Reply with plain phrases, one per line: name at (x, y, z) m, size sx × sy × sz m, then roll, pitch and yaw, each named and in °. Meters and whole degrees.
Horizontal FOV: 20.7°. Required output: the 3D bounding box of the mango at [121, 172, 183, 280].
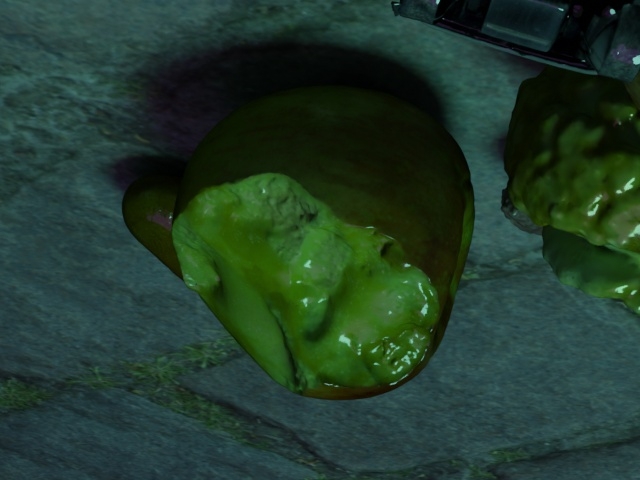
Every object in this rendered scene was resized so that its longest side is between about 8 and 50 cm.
mango at (-0.074, 0.006, 1.558) m, size 0.227 × 0.099 × 0.136 m, roll 25°, pitch 153°, yaw -16°

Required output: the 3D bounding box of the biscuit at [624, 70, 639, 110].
biscuit at (0.260, -0.147, 1.128) m, size 0.170 × 0.170 × 0.050 m, roll 11°, pitch 178°, yaw -7°

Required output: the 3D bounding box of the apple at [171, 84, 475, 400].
apple at (0.000, 0.000, 1.365) m, size 0.226 × 0.246 × 0.246 m, roll 14°, pitch 154°, yaw 10°

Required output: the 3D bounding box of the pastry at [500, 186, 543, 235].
pastry at (0.281, -0.028, 1.393) m, size 0.265 × 0.112 × 0.103 m, roll 19°, pitch 164°, yaw 2°

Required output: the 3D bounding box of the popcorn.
popcorn at (0.229, -0.057, 1.236) m, size 0.204 × 0.221 × 0.184 m, roll 32°, pitch 119°, yaw 13°

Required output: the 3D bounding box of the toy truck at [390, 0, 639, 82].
toy truck at (0.150, -0.234, 0.937) m, size 0.176 × 0.178 × 0.363 m, roll 17°, pitch 153°, yaw 2°
